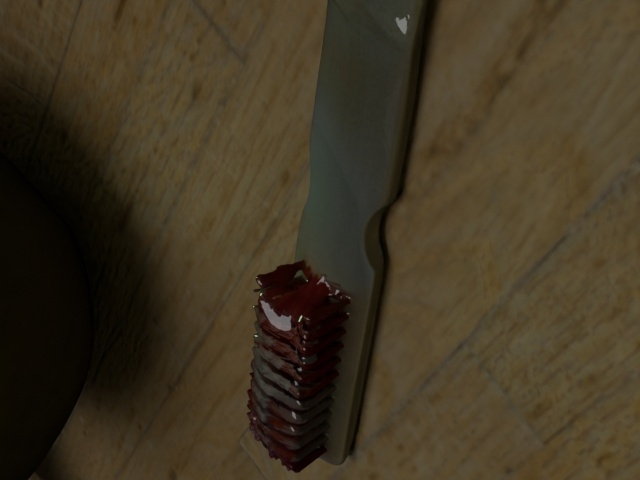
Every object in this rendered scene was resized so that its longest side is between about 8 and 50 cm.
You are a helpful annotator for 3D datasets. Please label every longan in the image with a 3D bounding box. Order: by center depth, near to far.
[{"bbox_3d":[-0.307,0.064,0.884,0.319,0.319,0.318,30,134,37],"label":"longan"}]

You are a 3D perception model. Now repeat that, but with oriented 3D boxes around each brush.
[{"bbox_3d":[0.000,0.000,0.673,0.060,0.050,0.321,41,139,33],"label":"brush"}]
